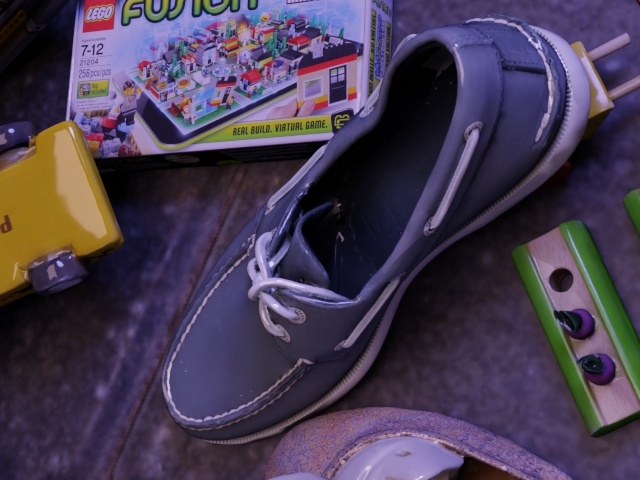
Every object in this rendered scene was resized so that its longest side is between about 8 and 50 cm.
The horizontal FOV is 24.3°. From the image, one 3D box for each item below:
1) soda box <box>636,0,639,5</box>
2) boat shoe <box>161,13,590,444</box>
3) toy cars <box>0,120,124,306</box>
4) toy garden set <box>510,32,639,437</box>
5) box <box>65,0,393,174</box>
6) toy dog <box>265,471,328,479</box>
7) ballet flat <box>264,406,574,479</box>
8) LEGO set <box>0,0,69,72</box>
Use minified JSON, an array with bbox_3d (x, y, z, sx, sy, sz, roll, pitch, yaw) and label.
[{"bbox_3d":[0.242,-0.039,0.653,0.083,0.092,0.263,-37,67,14],"label":"soda box"},{"bbox_3d":[0.000,0.000,0.789,0.319,0.099,0.116,-44,63,28],"label":"boat shoe"},{"bbox_3d":[-0.245,0.095,0.927,0.176,0.087,0.394,27,96,17],"label":"toy cars"},{"bbox_3d":[0.201,-0.043,0.751,0.244,0.049,0.204,-28,68,19],"label":"toy garden set"},{"bbox_3d":[-0.058,-0.104,0.902,0.207,0.036,0.114,-3,77,26],"label":"box"},{"bbox_3d":[-0.192,0.311,0.689,0.408,0.395,0.285,-22,83,40],"label":"toy dog"},{"bbox_3d":[0.090,0.151,0.731,0.316,0.106,0.108,14,85,29],"label":"ballet flat"},{"bbox_3d":[-0.325,-0.171,0.901,0.192,0.331,0.255,-38,86,30],"label":"LEGO set"}]
